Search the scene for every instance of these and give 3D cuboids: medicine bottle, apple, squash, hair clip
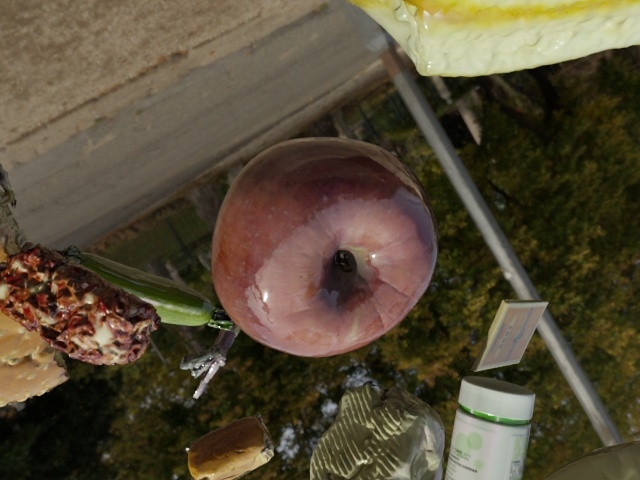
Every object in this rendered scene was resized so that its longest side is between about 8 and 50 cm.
[{"bbox_3d":[0.192,0.258,0.730,0.086,0.184,0.086,10,178,0],"label":"medicine bottle"},{"bbox_3d":[0.000,0.000,0.817,0.305,0.306,0.235,-33,-152,-13],"label":"apple"},{"bbox_3d":[-0.273,0.082,0.957,0.080,0.318,0.071,23,-94,50],"label":"squash"},{"bbox_3d":[-0.202,0.211,1.192,0.187,0.056,0.146,-39,-158,38],"label":"hair clip"}]

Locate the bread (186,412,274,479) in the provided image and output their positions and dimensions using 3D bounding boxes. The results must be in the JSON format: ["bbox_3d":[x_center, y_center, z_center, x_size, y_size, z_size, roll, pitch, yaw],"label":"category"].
[{"bbox_3d":[-0.259,0.605,1.800,0.241,0.107,0.136,-26,-134,-2],"label":"bread"}]

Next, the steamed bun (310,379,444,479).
[{"bbox_3d":[0.137,0.448,1.274,0.267,0.207,0.280,-7,-128,51],"label":"steamed bun"}]

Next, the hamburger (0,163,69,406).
[{"bbox_3d":[-0.526,0.085,0.869,0.286,0.268,0.446,-23,149,-21],"label":"hamburger"}]

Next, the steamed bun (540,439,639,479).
[{"bbox_3d":[0.475,0.556,0.950,0.456,0.289,0.371,-45,-142,24],"label":"steamed bun"}]

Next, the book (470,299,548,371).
[{"bbox_3d":[0.430,0.210,1.407,0.241,0.018,0.170,5,110,-50],"label":"book"}]

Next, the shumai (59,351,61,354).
[{"bbox_3d":[-0.633,0.207,1.399,0.175,0.166,0.206,-42,-153,27],"label":"shumai"}]

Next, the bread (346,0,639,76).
[{"bbox_3d":[0.092,-0.274,0.431,0.263,0.395,0.239,-18,-134,26],"label":"bread"}]

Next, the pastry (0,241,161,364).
[{"bbox_3d":[-0.275,0.075,0.704,0.097,0.208,0.115,-66,154,-5],"label":"pastry"}]
